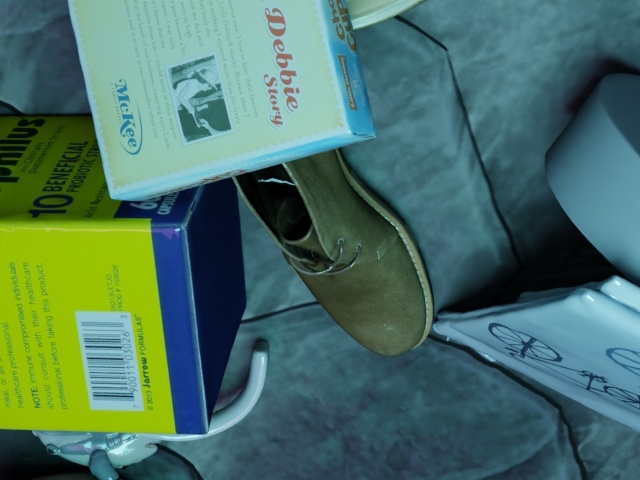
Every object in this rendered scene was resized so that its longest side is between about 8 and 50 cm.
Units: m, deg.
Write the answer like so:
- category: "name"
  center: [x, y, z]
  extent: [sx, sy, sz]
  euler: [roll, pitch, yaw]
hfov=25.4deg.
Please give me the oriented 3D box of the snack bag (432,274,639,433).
- category: "snack bag"
  center: [0.279, 0.117, 1.108]
  extent: [0.323, 0.342, 0.037]
  euler: [26, 78, -9]

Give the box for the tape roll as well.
- category: "tape roll"
  center: [0.274, -0.028, 1.041]
  extent: [0.219, 0.219, 0.072]
  euler: [29, 118, -10]

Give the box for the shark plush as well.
- category: "shark plush"
  center: [-0.228, 0.168, 1.331]
  extent: [0.161, 0.073, 0.067]
  euler: [24, 96, 10]

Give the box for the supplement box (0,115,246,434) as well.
- category: "supplement box"
  center: [-0.255, 0.022, 1.152]
  extent: [0.356, 0.194, 0.195]
  euler: [0, 120, 7]

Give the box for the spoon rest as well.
- category: "spoon rest"
  center: [-0.183, 0.134, 1.254]
  extent: [0.276, 0.137, 0.084]
  euler: [-1, 96, 1]

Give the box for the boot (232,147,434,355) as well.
- category: "boot"
  center: [0.000, 0.000, 1.147]
  extent: [0.112, 0.115, 0.305]
  euler: [-18, 123, 21]

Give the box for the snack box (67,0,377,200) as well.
- category: "snack box"
  center: [-0.088, -0.204, 0.985]
  extent: [0.187, 0.060, 0.322]
  euler: [-13, 87, 21]

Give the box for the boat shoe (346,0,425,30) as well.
- category: "boat shoe"
  center: [0.060, -0.203, 1.052]
  extent: [0.170, 0.063, 0.059]
  euler: [-26, 103, -4]

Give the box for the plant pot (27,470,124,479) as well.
- category: "plant pot"
  center: [-0.222, 0.296, 1.342]
  extent: [0.237, 0.110, 0.237]
  euler: [10, 129, 13]
